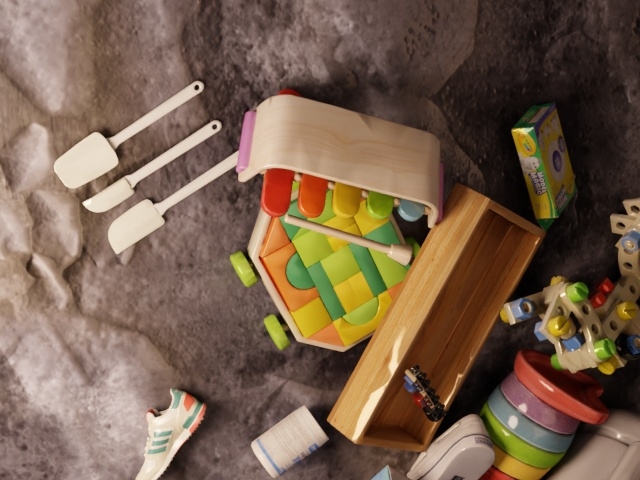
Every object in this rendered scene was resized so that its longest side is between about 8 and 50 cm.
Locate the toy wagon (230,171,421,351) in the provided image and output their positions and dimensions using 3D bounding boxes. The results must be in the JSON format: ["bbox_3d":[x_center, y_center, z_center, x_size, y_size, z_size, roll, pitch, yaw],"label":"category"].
[{"bbox_3d":[0.000,0.000,1.477,0.267,0.068,0.344,-30,112,-8],"label":"toy wagon"}]

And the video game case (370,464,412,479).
[{"bbox_3d":[0.113,0.516,1.616,0.244,0.061,0.269,34,114,-24],"label":"video game case"}]

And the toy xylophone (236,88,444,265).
[{"bbox_3d":[0.037,-0.088,1.384,0.323,0.081,0.236,21,62,-12],"label":"toy xylophone"}]

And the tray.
[{"bbox_3d":[0.183,0.129,1.528,0.203,0.076,0.411,22,98,-50],"label":"tray"}]

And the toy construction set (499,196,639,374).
[{"bbox_3d":[0.459,0.088,1.605,0.328,0.151,0.215,-42,96,-21],"label":"toy construction set"}]

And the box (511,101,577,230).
[{"bbox_3d":[0.356,-0.114,1.545,0.105,0.043,0.179,-45,123,-47],"label":"box"}]

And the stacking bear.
[{"bbox_3d":[0.329,0.341,1.635,0.164,0.175,0.289,29,106,4],"label":"stacking bear"}]

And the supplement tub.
[{"bbox_3d":[-0.049,0.317,1.549,0.107,0.071,0.071,-35,112,-5],"label":"supplement tub"}]

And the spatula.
[{"bbox_3d":[-0.235,-0.111,1.398,0.242,0.019,0.168,-34,111,-6],"label":"spatula"}]

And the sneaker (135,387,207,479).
[{"bbox_3d":[-0.244,0.296,1.496,0.075,0.057,0.161,37,93,-6],"label":"sneaker"}]

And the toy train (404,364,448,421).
[{"bbox_3d":[0.158,0.236,1.495,0.036,0.027,0.158,-39,139,-6],"label":"toy train"}]

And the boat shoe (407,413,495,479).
[{"bbox_3d":[0.196,0.387,1.628,0.095,0.084,0.258,28,122,-24],"label":"boat shoe"}]

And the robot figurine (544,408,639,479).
[{"bbox_3d":[0.482,0.431,1.653,0.200,0.300,0.353,32,66,13],"label":"robot figurine"}]
